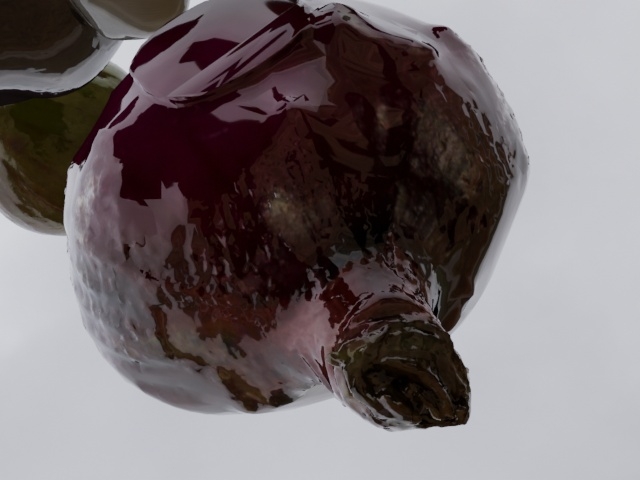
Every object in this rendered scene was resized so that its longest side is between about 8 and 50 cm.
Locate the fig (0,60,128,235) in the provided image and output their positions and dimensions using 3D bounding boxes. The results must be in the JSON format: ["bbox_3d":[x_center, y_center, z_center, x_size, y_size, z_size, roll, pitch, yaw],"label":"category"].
[{"bbox_3d":[-0.228,-0.081,0.953,0.186,0.148,0.142,20,-43,-17],"label":"fig"}]

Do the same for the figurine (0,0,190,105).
[{"bbox_3d":[-0.225,-0.239,0.768,0.206,0.365,0.218,2,-33,-30],"label":"figurine"}]

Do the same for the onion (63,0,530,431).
[{"bbox_3d":[-0.006,-0.013,0.420,0.173,0.198,0.135,-27,-68,-8],"label":"onion"}]
